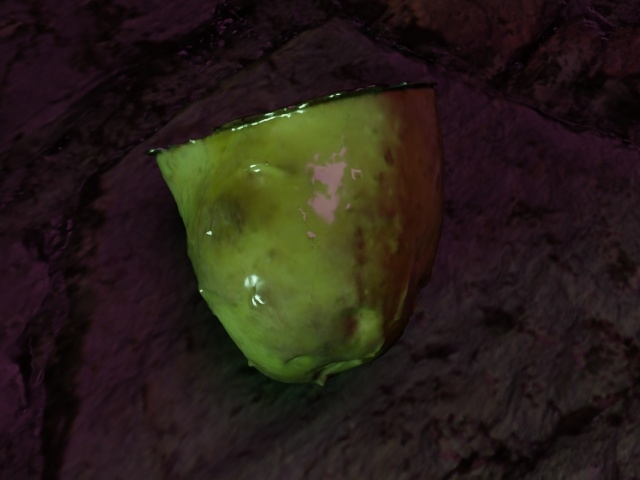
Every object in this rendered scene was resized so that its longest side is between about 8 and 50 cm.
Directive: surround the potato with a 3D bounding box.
[{"bbox_3d":[0.000,0.000,0.765,0.288,0.300,0.238,-19,97,-46],"label":"potato"}]
